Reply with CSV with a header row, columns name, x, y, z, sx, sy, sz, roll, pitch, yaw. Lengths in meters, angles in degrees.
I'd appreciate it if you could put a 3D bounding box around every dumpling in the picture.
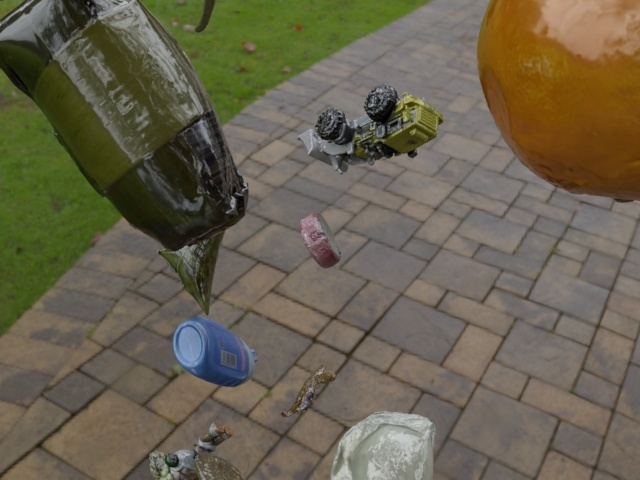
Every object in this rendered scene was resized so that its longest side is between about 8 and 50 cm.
name,x,y,z,sx,sy,sz,roll,pitch,yaw
dumpling,0.161,0.598,1.826,0.260,0.181,0.340,8,70,17

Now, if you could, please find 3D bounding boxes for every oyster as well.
name,x,y,z,sx,sy,sz,roll,pitch,yaw
oyster,-0.349,0.564,1.656,0.053,0.108,0.166,-43,82,-13

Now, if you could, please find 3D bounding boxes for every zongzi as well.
name,x,y,z,sx,sy,sz,roll,pitch,yaw
zongzi,-0.178,-0.147,0.798,0.154,0.289,0.317,-30,10,14
zongzi,-0.265,0.043,1.694,0.204,0.205,0.094,56,22,21

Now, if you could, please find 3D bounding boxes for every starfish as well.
name,x,y,z,sx,sy,sz,roll,pitch,yaw
starfish,-0.019,0.373,1.804,0.057,0.238,0.213,36,44,0

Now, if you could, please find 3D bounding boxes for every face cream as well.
name,x,y,z,sx,sy,sz,roll,pitch,yaw
face cream,-0.219,0.246,1.532,0.083,0.264,0.149,-25,64,12

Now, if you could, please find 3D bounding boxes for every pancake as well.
name,x,y,z,sx,sy,sz,roll,pitch,yaw
pancake,-0.148,0.443,1.240,0.021,0.199,0.199,-47,50,-2

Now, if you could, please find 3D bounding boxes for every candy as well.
name,x,y,z,sx,sy,sz,roll,pitch,yaw
candy,0.000,0.000,1.268,0.043,0.103,0.103,-26,35,8

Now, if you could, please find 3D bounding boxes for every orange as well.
name,x,y,z,sx,sy,sz,roll,pitch,yaw
orange,0.312,-0.182,0.686,0.313,0.312,0.312,4,34,-3

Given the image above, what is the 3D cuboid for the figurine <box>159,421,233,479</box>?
name,x,y,z,sx,sy,sz,roll,pitch,yaw
figurine,-0.266,0.476,1.506,0.147,0.197,0.093,34,21,-35

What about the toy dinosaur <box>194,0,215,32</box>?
name,x,y,z,sx,sy,sz,roll,pitch,yaw
toy dinosaur,-0.078,-0.382,0.793,0.072,0.199,0.251,27,74,23

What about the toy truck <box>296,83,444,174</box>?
name,x,y,z,sx,sy,sz,roll,pitch,yaw
toy truck,0.085,-0.187,1.281,0.136,0.286,0.111,21,61,-40
